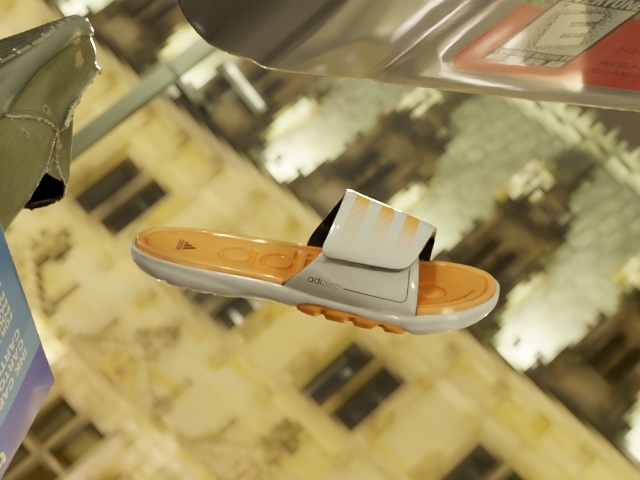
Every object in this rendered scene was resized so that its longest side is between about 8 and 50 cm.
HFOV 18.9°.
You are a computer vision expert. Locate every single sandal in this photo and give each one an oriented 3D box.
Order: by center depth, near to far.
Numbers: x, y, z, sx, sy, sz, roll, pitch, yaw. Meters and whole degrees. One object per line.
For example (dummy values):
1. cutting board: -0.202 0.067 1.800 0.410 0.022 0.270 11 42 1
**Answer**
1. sandal: -0.001 0.004 1.358 0.265 0.102 0.076 9 -67 0

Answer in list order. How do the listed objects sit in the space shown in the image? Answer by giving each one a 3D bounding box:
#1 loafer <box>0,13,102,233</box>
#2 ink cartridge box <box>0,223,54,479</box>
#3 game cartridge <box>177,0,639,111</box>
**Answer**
1. loafer: -0.190 -0.057 1.119 0.094 0.251 0.087 -14 -68 23
2. ink cartridge box: -0.298 0.021 0.965 0.270 0.151 0.395 20 -31 14
3. game cartridge: 0.130 -0.099 0.541 0.196 0.294 0.060 -40 -125 49
